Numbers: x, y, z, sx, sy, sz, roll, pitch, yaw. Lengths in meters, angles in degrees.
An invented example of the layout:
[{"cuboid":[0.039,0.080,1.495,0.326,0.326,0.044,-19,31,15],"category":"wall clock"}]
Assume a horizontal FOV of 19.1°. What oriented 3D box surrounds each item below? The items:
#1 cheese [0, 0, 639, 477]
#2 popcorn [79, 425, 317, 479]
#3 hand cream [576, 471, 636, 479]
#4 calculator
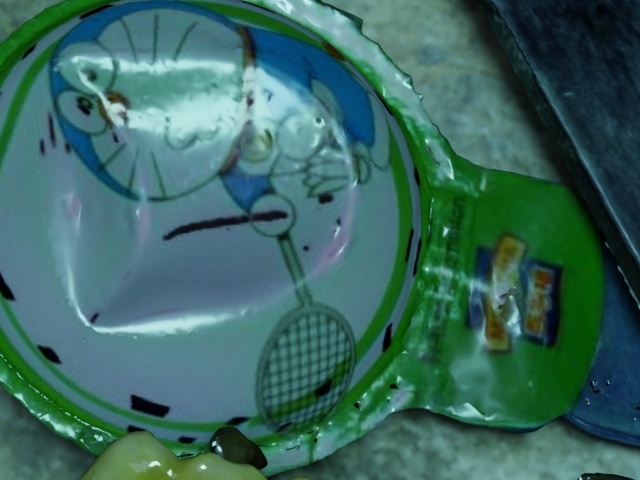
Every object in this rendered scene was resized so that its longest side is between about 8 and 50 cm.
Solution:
[{"cuboid":[0.000,0.000,0.719,0.320,0.083,0.204,14,68,-8],"category":"cheese"},{"cuboid":[-0.027,0.153,0.635,0.180,0.180,0.170,-3,47,-2],"category":"popcorn"},{"cuboid":[0.109,0.169,0.700,0.062,0.039,0.163,13,68,5],"category":"hand cream"},{"cuboid":[0.139,-0.100,0.767,0.161,0.021,0.261,-20,73,-21],"category":"calculator"}]
